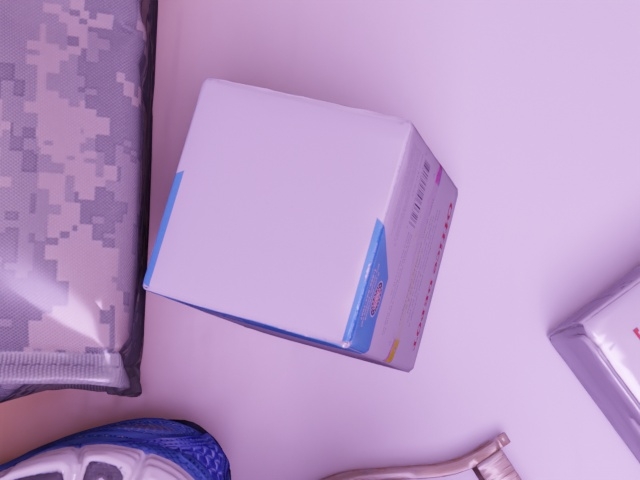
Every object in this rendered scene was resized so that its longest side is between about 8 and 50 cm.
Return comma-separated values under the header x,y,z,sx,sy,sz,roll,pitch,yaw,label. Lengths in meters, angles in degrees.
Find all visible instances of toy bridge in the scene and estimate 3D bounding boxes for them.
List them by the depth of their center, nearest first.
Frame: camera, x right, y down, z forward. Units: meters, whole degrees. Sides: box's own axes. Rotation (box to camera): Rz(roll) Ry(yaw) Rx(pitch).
x,y,z,sx,sy,sz,roll,pitch,yaw,label
0.009,0.143,0.587,0.188,0.026,0.063,-33,85,-6,toy bridge

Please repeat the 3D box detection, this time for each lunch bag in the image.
x,y,z,sx,sy,sz,roll,pitch,yaw,label
-0.215,-0.049,0.527,0.287,0.169,0.235,1,82,-6,lunch bag

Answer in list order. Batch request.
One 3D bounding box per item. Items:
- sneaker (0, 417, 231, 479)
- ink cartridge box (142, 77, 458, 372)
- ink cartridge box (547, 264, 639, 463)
x,y,z,sx,sy,sz,roll,pitch,yaw,label
-0.162,0.182,0.529,0.330,0.147,0.129,-33,91,13,sneaker
0.000,0.000,0.553,0.090,0.143,0.092,14,83,16,ink cartridge box
0.224,0.041,0.581,0.191,0.082,0.139,-35,86,-5,ink cartridge box
